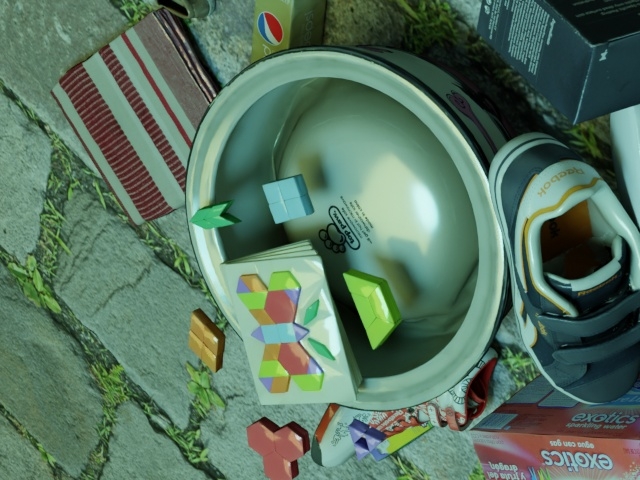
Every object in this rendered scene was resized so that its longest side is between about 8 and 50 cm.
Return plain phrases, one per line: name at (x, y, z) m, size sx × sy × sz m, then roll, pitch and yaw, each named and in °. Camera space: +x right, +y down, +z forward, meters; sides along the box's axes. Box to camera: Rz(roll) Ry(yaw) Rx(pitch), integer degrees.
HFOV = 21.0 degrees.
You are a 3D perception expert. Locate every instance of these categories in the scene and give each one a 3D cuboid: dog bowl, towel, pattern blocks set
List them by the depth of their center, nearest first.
dog bowl at (0.057, -0.029, 1.889) m, size 0.408 × 0.150 × 0.408 m, roll 13°, pitch 116°, yaw 30°
pattern blocks set at (-0.035, 0.098, 1.891) m, size 0.285 × 0.026 × 0.325 m, roll -25°, pitch 92°, yaw 38°
towel at (-0.222, -0.156, 2.278) m, size 0.329 × 0.037 × 0.237 m, roll -22°, pitch 100°, yaw 55°

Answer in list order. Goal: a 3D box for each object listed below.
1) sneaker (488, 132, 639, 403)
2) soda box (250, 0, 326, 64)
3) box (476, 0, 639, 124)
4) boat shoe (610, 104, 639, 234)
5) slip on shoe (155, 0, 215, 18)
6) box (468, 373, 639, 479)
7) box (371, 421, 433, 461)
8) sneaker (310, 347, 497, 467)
sneaker at (0.257, 0.054, 1.697) m, size 0.321 × 0.126 × 0.127 m, roll 64°, pitch 172°, yaw -31°
soda box at (-0.038, -0.232, 1.988) m, size 0.058 × 0.061 × 0.181 m, roll 35°, pitch 138°, yaw 28°
box at (0.252, -0.201, 1.573) m, size 0.158 × 0.156 × 0.093 m, roll 50°, pitch 146°, yaw 37°
boat shoe at (0.352, -0.026, 1.665) m, size 0.108 × 0.102 × 0.301 m, roll -107°, pitch 0°, yaw -66°
slip on shoe at (-0.189, -0.307, 2.123) m, size 0.135 × 0.041 × 0.051 m, roll 35°, pitch 138°, yaw 27°
box at (0.328, 0.230, 1.831) m, size 0.300 × 0.154 × 0.142 m, roll -4°, pitch 113°, yaw 49°
box at (0.097, 0.201, 2.164) m, size 0.105 × 0.043 × 0.179 m, roll 54°, pitch 141°, yaw 6°
sneaker at (0.102, 0.200, 2.055) m, size 0.145 × 0.090 × 0.270 m, roll 39°, pitch 112°, yaw 19°
